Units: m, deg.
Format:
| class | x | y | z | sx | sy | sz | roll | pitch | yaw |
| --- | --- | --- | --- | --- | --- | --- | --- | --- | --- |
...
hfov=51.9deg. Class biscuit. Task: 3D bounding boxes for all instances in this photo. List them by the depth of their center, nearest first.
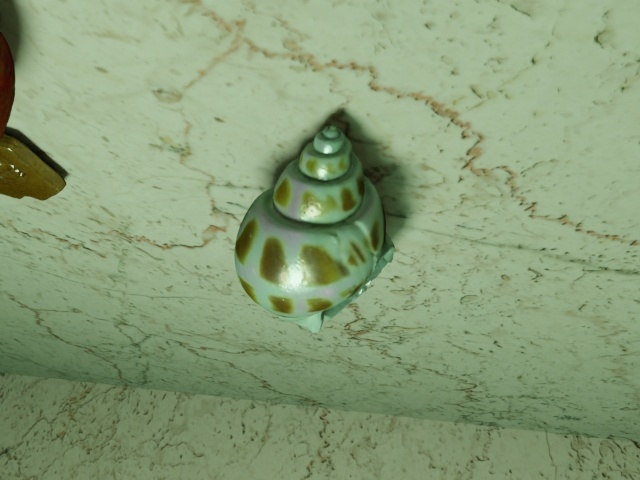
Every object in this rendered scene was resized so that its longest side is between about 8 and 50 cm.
| class | x | y | z | sx | sy | sz | roll | pitch | yaw |
| --- | --- | --- | --- | --- | --- | --- | --- | --- | --- |
| biscuit | -0.537 | -0.125 | 1.077 | 0.215 | 0.034 | 0.182 | 2 | 151 | 23 |

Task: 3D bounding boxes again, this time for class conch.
| class | x | y | z | sx | sy | sz | roll | pitch | yaw |
| --- | --- | --- | --- | --- | --- | --- | --- | --- | --- |
| conch | 0.000 | 0.001 | 0.943 | 0.249 | 0.197 | 0.368 | -17 | 163 | -31 |

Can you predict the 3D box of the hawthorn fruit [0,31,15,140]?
| class | x | y | z | sx | sy | sz | roll | pitch | yaw |
| --- | --- | --- | --- | --- | --- | --- | --- | --- | --- |
| hawthorn fruit | -0.448 | -0.193 | 0.732 | 0.224 | 0.224 | 0.261 | 26 | 135 | -28 |
